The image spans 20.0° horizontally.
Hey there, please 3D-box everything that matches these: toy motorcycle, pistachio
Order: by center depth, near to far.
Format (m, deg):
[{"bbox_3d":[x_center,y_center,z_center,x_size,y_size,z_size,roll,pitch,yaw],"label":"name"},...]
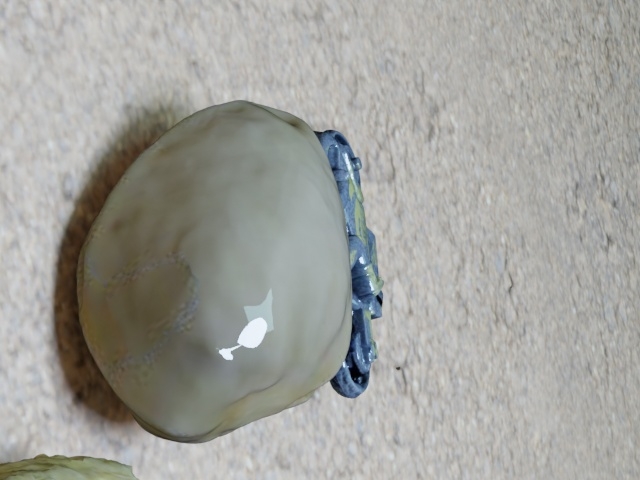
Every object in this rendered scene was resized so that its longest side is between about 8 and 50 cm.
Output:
[{"bbox_3d":[-0.051,0.016,0.986,0.152,0.126,0.223,29,45,-9],"label":"pistachio"},{"bbox_3d":[0.000,0.000,1.142,0.124,0.061,0.193,46,36,-54],"label":"toy motorcycle"}]

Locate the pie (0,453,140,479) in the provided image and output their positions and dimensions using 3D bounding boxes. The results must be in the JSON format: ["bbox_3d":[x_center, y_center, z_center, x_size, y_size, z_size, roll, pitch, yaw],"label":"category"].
[{"bbox_3d":[-0.111,0.261,0.829,0.339,0.083,0.339,26,58,-52],"label":"pie"}]
